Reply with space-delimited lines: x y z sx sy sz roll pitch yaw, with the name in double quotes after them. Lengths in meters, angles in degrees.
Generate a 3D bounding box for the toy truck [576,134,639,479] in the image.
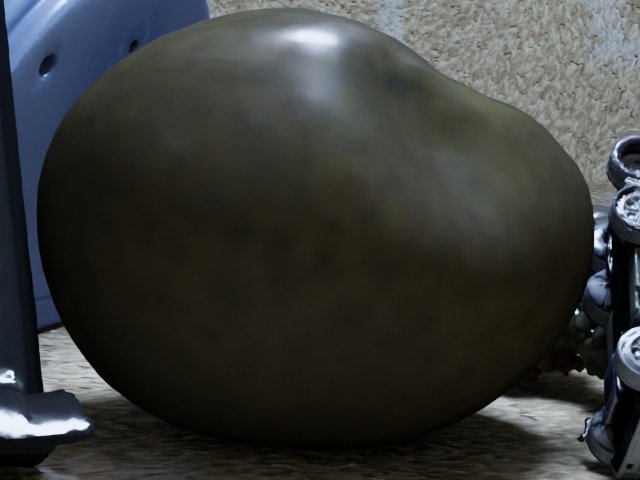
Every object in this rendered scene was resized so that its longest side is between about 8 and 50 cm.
0.228 0.028 0.976 0.124 0.114 0.253 5 50 0 "toy truck"

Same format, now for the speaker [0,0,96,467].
-0.231 -0.037 0.834 0.180 0.388 0.184 0 -28 -25 "speaker"

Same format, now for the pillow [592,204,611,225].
0.378 0.044 1.319 0.326 0.101 0.228 7 16 -17 "pillow"

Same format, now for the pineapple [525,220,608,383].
0.175 0.048 1.143 0.175 0.175 0.361 -3 26 -41 "pineapple"

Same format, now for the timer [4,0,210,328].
-0.239 -0.112 1.186 0.173 0.395 0.395 28 15 17 "timer"

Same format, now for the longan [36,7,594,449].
0.000 0.000 0.959 0.350 0.288 0.288 13 4 -20 "longan"
